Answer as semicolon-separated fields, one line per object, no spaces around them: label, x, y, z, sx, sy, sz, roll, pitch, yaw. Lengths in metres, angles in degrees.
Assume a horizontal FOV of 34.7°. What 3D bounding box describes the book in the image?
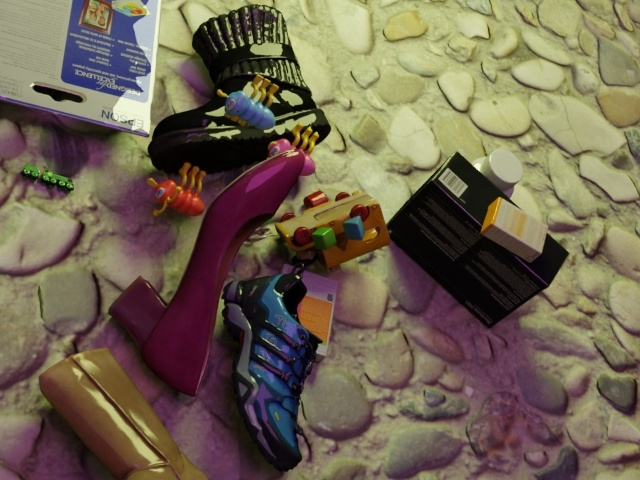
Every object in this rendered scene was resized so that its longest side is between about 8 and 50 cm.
book;-0.029;0.115;1.639;0.096;0.035;0.144;20;55;-12

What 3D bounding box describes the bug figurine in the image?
bug figurine;-0.124;-0.112;1.574;0.216;0.279;0.072;22;33;-34

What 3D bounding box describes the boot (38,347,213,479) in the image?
boot;-0.282;0.272;1.325;0.269;0.089;0.236;46;21;19

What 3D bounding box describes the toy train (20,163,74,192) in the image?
toy train;-0.417;-0.096;1.568;0.083;0.017;0.023;19;46;-17

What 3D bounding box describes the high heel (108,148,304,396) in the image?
high heel;-0.121;0.044;1.496;0.377;0.127;0.181;-45;79;3

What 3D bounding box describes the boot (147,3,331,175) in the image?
boot;-0.168;-0.256;1.716;0.348;0.131;0.260;-14;73;-38

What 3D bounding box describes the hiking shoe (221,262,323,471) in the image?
hiking shoe;-0.058;0.182;1.505;0.132;0.113;0.304;-18;68;10

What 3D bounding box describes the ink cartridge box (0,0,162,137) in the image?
ink cartridge box;-0.418;-0.314;1.663;0.304;0.072;0.307;13;60;-22

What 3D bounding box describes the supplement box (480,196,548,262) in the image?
supplement box;0.313;-0.017;1.654;0.098;0.036;0.062;30;53;-9

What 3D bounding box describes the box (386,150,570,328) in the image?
box;0.262;0.002;1.757;0.261;0.184;0.103;43;51;0

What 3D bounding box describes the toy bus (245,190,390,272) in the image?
toy bus;0.012;-0.003;1.677;0.191;0.202;0.104;-44;123;-50

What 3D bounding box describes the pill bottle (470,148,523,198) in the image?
pill bottle;0.286;-0.091;1.830;0.094;0.169;0.094;12;58;-20
